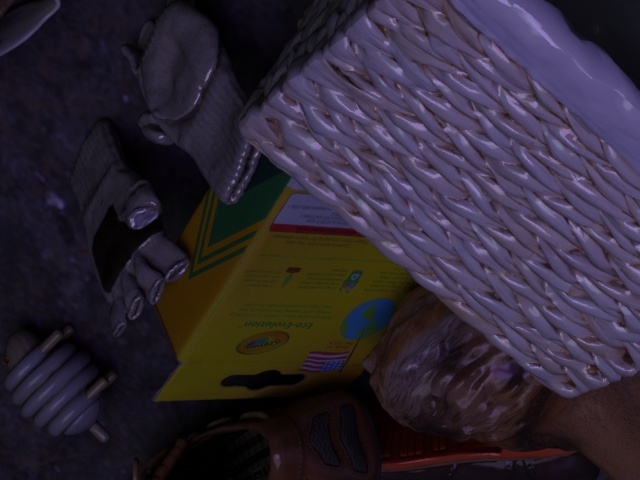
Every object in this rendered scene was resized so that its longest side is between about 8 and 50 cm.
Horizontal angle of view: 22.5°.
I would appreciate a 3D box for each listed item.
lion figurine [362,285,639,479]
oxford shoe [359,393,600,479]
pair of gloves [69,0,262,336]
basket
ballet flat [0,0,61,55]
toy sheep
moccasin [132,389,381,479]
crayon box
[{"bbox_3d":[0.244,0.136,1.290,0.392,0.142,0.240,39,88,-5],"label":"lion figurine"},{"bbox_3d":[0.116,0.193,1.431,0.271,0.097,0.098,-4,129,17],"label":"oxford shoe"},{"bbox_3d":[-0.133,-0.067,1.267,0.042,0.204,0.240,7,132,-35],"label":"pair of gloves"},{"bbox_3d":[0.181,-0.128,1.049,0.331,0.328,0.266,38,143,-12],"label":"basket"},{"bbox_3d":[-0.229,-0.228,1.241,0.123,0.123,0.348,43,120,-15],"label":"ballet flat"},{"bbox_3d":[-0.239,0.134,1.479,0.132,0.091,0.091,47,122,4],"label":"toy sheep"},{"bbox_3d":[-0.104,0.236,1.429,0.147,0.139,0.380,0,163,-36],"label":"moccasin"},{"bbox_3d":[0.000,0.000,1.279,0.202,0.081,0.318,4,133,-38],"label":"crayon box"}]
